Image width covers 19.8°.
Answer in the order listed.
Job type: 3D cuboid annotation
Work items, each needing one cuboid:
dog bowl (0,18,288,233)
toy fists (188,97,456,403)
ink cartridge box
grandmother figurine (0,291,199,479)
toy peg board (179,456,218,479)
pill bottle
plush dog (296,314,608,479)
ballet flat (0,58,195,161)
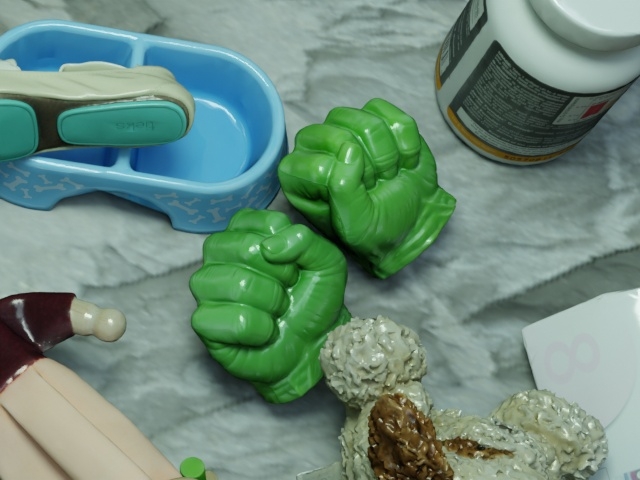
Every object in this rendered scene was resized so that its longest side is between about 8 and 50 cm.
[{"bbox_3d":[-0.167,-0.105,1.591,0.297,0.074,0.166,9,70,-9],"label":"dog bowl"},{"bbox_3d":[0.000,0.000,1.553,0.142,0.096,0.279,48,68,-22],"label":"toy fists"},{"bbox_3d":[0.295,0.126,1.539,0.066,0.232,0.189,2,68,-46],"label":"ink cartridge box"},{"bbox_3d":[-0.241,0.120,1.448,0.342,0.104,0.208,39,67,21],"label":"grandmother figurine"},{"bbox_3d":[-0.124,0.259,1.447,0.161,0.079,0.161,-22,54,-18],"label":"toy peg board"},{"bbox_3d":[0.205,-0.181,1.583,0.162,0.278,0.162,3,72,-11],"label":"pill bottle"},{"bbox_3d":[0.106,0.198,1.441,0.262,0.225,0.210,25,88,-14],"label":"plush dog"},{"bbox_3d":[-0.229,-0.112,1.508,0.248,0.086,0.086,-1,72,-14],"label":"ballet flat"}]
